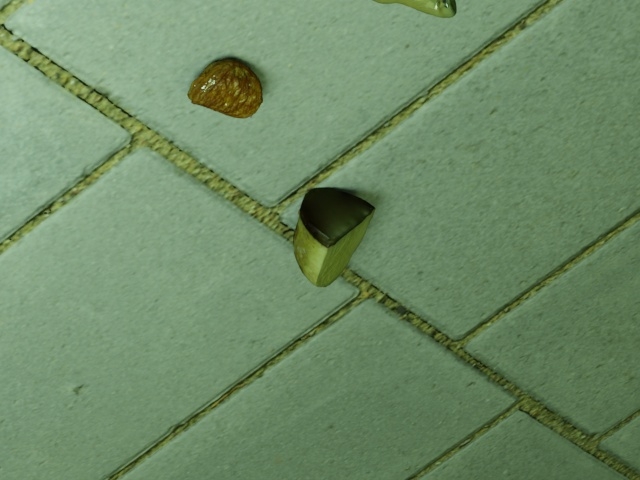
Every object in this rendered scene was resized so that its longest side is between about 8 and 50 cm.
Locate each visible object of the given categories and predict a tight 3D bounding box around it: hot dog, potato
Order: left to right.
[{"bbox_3d":[-0.093,-0.147,1.869,0.058,0.035,0.083,-44,144,22],"label":"hot dog"},{"bbox_3d":[0.000,0.000,2.113,0.096,0.066,0.103,-32,153,-48],"label":"potato"}]

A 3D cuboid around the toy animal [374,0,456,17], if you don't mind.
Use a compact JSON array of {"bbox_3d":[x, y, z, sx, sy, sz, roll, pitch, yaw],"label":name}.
[{"bbox_3d":[0.050,-0.283,1.757,0.101,0.103,0.219,-10,156,15],"label":"toy animal"}]
